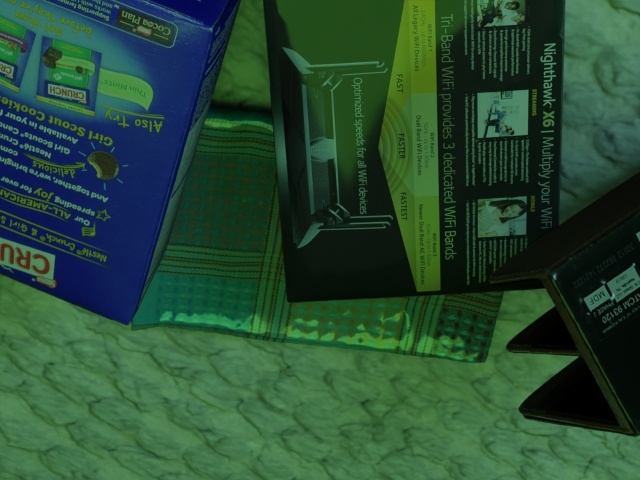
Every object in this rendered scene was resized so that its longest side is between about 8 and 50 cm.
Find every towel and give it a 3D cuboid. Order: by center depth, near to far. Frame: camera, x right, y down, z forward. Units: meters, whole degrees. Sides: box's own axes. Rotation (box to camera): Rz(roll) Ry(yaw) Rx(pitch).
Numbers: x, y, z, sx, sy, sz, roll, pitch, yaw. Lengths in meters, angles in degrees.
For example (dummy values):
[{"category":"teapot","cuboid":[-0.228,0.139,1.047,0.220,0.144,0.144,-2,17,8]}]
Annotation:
[{"category":"towel","cuboid":[0.000,0.000,1.423,0.370,0.040,0.271,7,129,-2]}]

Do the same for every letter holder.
[{"category":"letter holder","cuboid":[0.292,0.018,1.288,0.302,0.214,0.152,-32,98,-18]}]

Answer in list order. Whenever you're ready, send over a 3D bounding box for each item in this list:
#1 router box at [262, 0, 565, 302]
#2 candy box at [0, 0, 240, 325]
[{"category":"router box","cuboid":[0.081,-0.099,1.280,0.243,0.081,0.308,-2,120,1]},{"category":"candy box","cuboid":[-0.233,-0.118,1.263,0.268,0.122,0.317,22,126,1]}]
